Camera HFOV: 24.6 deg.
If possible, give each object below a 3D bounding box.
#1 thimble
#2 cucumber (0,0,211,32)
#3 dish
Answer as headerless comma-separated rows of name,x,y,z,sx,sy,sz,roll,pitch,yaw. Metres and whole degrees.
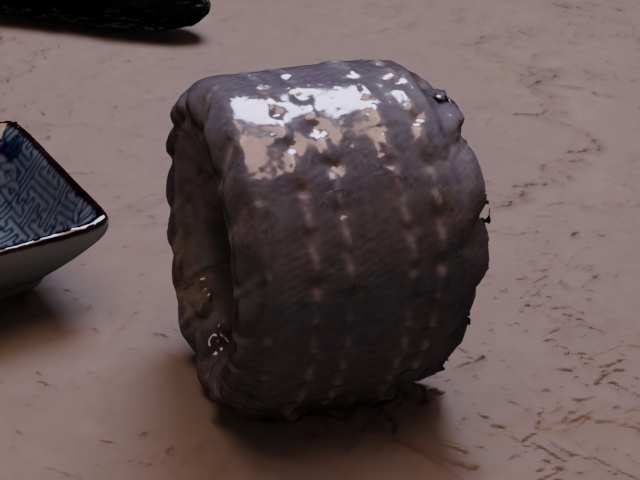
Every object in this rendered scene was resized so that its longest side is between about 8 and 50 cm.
thimble,0.000,0.000,0.958,0.172,0.236,0.205,-6,27,-16
cucumber,-0.258,-0.256,1.496,0.303,0.081,0.072,11,76,4
dish,-0.295,0.007,1.065,0.243,0.080,0.182,-19,38,-28
